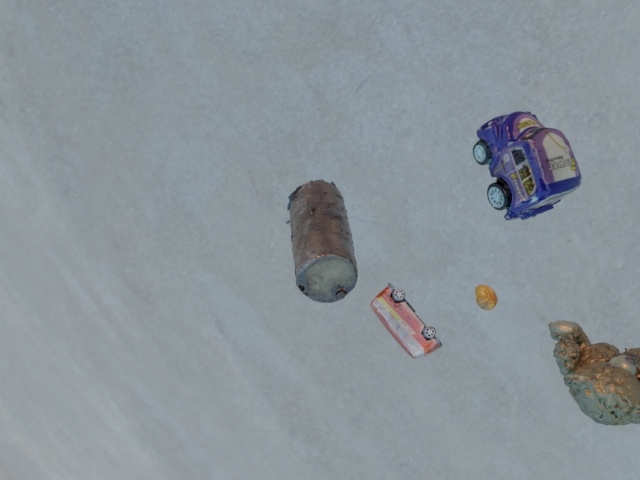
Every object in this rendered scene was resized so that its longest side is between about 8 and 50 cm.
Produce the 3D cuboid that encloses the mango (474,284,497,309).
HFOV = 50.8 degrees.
[{"bbox_3d":[0.455,0.155,1.863,0.046,0.060,0.089,59,-176,-42],"label":"mango"}]

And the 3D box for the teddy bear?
[{"bbox_3d":[0.598,0.292,1.422,0.267,0.256,0.156,23,101,10],"label":"teddy bear"}]

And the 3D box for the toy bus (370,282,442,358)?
[{"bbox_3d":[0.180,0.176,1.436,0.174,0.077,0.079,51,174,12],"label":"toy bus"}]

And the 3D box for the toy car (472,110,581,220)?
[{"bbox_3d":[0.450,-0.175,1.449,0.235,0.172,0.158,69,156,6],"label":"toy car"}]

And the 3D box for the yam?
[{"bbox_3d":[0.002,0.000,1.277,0.131,0.280,0.131,-3,123,-4],"label":"yam"}]
